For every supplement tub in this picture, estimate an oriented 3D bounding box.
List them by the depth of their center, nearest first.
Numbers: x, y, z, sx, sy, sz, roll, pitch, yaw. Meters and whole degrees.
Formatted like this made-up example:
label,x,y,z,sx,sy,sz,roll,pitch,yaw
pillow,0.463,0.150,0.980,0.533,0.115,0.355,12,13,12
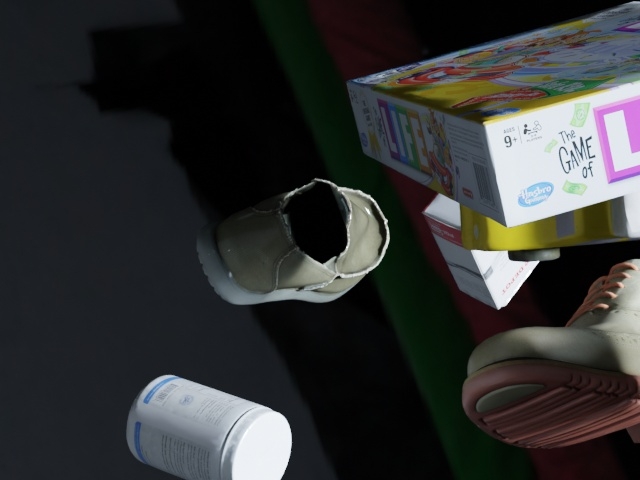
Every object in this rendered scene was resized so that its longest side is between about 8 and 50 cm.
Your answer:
label,x,y,z,sx,sy,sz,roll,pitch,yaw
supplement tub,-0.083,0.145,1.100,0.107,0.071,0.071,15,-59,34

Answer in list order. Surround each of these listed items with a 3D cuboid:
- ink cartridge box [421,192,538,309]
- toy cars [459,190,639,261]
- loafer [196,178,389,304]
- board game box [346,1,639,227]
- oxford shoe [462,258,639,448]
label,x,y,z,sx,sy,sz,roll,pitch,yaw
ink cartridge box,0.164,-0.013,1.457,0.056,0.099,0.135,25,-23,37
toy cars,0.268,0.024,0.972,0.394,0.176,0.087,36,0,-10
loafer,0.000,0.000,1.228,0.087,0.251,0.094,-27,-95,28
board game box,0.074,-0.041,0.422,0.154,0.103,0.026,-140,-145,-75
oxford shoe,0.241,0.092,1.266,0.140,0.397,0.146,-24,-111,35
